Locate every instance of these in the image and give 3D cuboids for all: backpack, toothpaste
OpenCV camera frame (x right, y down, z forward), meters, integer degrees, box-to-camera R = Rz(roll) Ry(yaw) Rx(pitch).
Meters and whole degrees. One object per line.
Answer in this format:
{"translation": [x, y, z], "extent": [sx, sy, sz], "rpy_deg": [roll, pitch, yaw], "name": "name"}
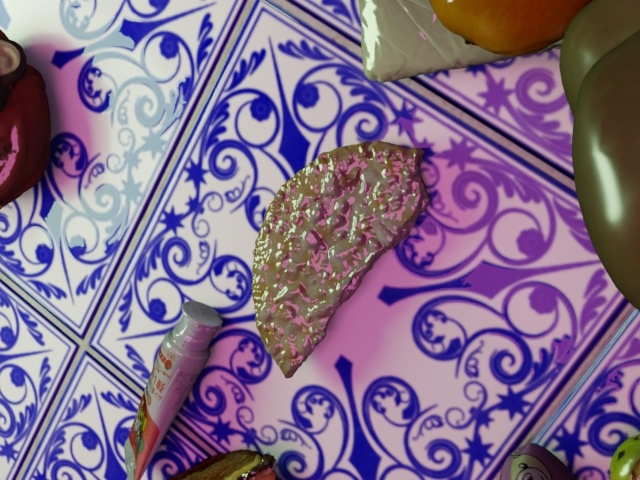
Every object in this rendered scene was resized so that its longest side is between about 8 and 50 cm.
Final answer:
{"translation": [-0.427, -0.138, 0.952], "extent": [0.229, 0.139, 0.229], "rpy_deg": [0, 88, 8], "name": "backpack"}
{"translation": [-0.184, 0.182, 0.933], "extent": [0.057, 0.089, 0.234], "rpy_deg": [17, 110, -26], "name": "toothpaste"}

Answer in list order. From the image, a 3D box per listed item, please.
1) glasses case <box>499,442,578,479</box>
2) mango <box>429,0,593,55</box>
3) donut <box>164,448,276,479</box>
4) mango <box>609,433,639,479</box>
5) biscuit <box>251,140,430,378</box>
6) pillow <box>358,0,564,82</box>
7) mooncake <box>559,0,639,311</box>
{"translation": [0.265, 0.340, 0.731], "extent": [0.075, 0.123, 0.316], "rpy_deg": [-33, 85, 25], "name": "glasses case"}
{"translation": [0.147, -0.254, 0.608], "extent": [0.151, 0.120, 0.221], "rpy_deg": [-7, 86, 30], "name": "mango"}
{"translation": [-0.119, 0.316, 0.904], "extent": [0.186, 0.144, 0.126], "rpy_deg": [-23, 96, -3], "name": "donut"}
{"translation": [0.346, 0.221, 0.708], "extent": [0.165, 0.074, 0.091], "rpy_deg": [9, 96, 9], "name": "mango"}
{"translation": [0.001, 0.000, 0.838], "extent": [0.141, 0.038, 0.290], "rpy_deg": [40, 109, 14], "name": "biscuit"}
{"translation": [0.157, -0.296, 0.708], "extent": [0.280, 0.076, 0.275], "rpy_deg": [-3, 94, 29], "name": "pillow"}
{"translation": [0.337, 0.015, 0.473], "extent": [0.262, 0.467, 0.467], "rpy_deg": [-24, 88, 24], "name": "mooncake"}
